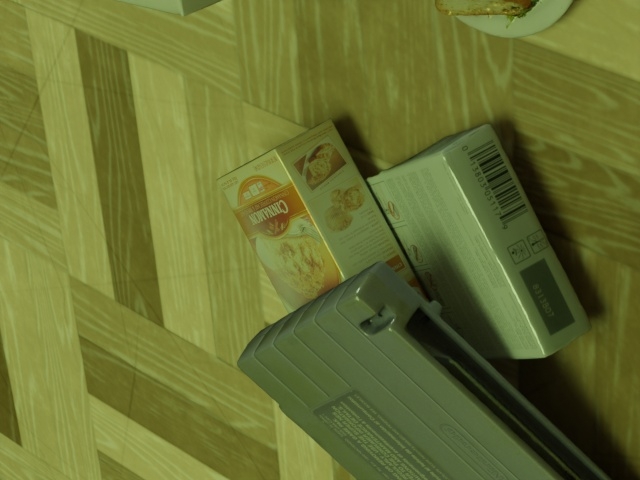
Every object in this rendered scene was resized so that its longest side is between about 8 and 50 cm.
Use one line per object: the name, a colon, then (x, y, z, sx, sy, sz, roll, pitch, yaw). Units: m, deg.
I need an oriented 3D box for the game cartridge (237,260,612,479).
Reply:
game cartridge: (0.112, 0.178, 1.682, 0.355, 0.068, 0.230, 43, 151, -10)

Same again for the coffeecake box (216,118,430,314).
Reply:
coffeecake box: (0.000, 0.000, 1.747, 0.185, 0.068, 0.142, 61, 154, -3)

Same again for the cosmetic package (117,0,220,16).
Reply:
cosmetic package: (-0.193, -0.329, 1.688, 0.365, 0.155, 0.197, 18, 127, 46)

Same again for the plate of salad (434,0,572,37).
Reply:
plate of salad: (0.115, -0.242, 1.461, 0.200, 0.048, 0.199, 31, 136, 35)

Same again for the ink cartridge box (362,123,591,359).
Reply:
ink cartridge box: (0.122, 0.008, 1.651, 0.189, 0.066, 0.232, 62, 166, -4)
